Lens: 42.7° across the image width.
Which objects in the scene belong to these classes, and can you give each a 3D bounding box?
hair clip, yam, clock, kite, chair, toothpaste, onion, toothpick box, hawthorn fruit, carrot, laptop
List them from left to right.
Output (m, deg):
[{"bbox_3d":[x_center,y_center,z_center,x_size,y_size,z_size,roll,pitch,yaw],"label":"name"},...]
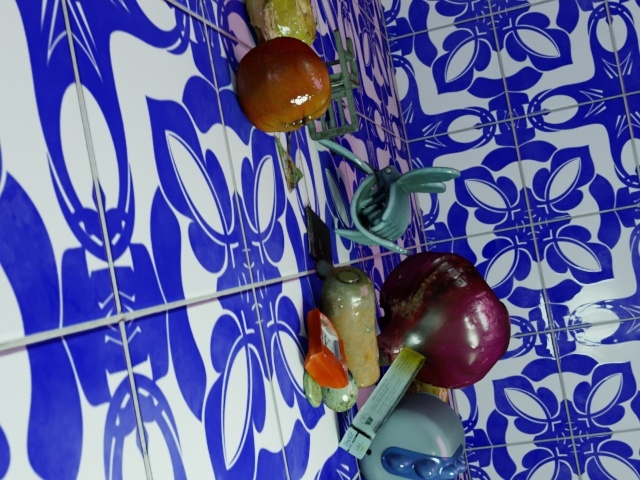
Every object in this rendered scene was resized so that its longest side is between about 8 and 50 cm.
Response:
[{"bbox_3d":[-0.083,-0.326,1.619,0.225,0.197,0.196,66,12,10],"label":"hawthorn fruit"},{"bbox_3d":[-0.074,-0.213,1.896,0.198,0.006,0.244,56,27,-55],"label":"kite"},{"bbox_3d":[0.000,0.000,2.004,0.180,0.016,0.129,45,37,-67],"label":"laptop"},{"bbox_3d":[0.006,0.231,1.743,0.113,0.061,0.155,54,17,-29],"label":"clock"},{"bbox_3d":[0.021,0.078,1.969,0.094,0.043,0.043,45,36,-63],"label":"yam"},{"bbox_3d":[0.030,-0.402,2.165,0.147,0.137,0.270,-11,88,-74],"label":"chair"},{"bbox_3d":[0.068,0.203,1.893,0.138,0.139,0.301,-70,156,-63],"label":"carrot"},{"bbox_3d":[0.172,-0.100,2.245,0.318,0.392,0.238,26,80,-75],"label":"hair clip"},{"bbox_3d":[0.152,0.377,1.933,0.313,0.071,0.089,-46,164,-47],"label":"toothpaste"},{"bbox_3d":[0.238,0.525,2.045,0.355,0.263,0.262,9,71,-73],"label":"toothpick box"},{"bbox_3d":[0.286,0.237,2.252,0.420,0.399,0.398,-14,94,-42],"label":"onion"}]

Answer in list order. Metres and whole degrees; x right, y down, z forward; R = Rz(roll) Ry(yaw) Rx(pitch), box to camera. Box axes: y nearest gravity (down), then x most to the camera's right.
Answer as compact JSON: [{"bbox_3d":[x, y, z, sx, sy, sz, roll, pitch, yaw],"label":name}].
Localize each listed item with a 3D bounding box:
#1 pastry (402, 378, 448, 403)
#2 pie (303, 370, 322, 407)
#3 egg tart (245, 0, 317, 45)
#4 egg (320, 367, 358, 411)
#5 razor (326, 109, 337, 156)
[{"bbox_3d":[0.302,0.521,2.476,0.255,0.162,0.310,47,44,-87],"label":"pastry"},{"bbox_3d":[-0.015,0.311,1.715,0.085,0.017,0.085,-13,90,-77],"label":"pie"},{"bbox_3d":[-0.083,-0.521,1.874,0.295,0.116,0.294,-10,90,-74],"label":"egg tart"},{"bbox_3d":[0.038,0.317,1.777,0.085,0.085,0.110,53,28,-60],"label":"egg"},{"bbox_3d":[0.033,-0.319,2.333,0.028,0.044,0.154,10,66,-47],"label":"razor"}]
